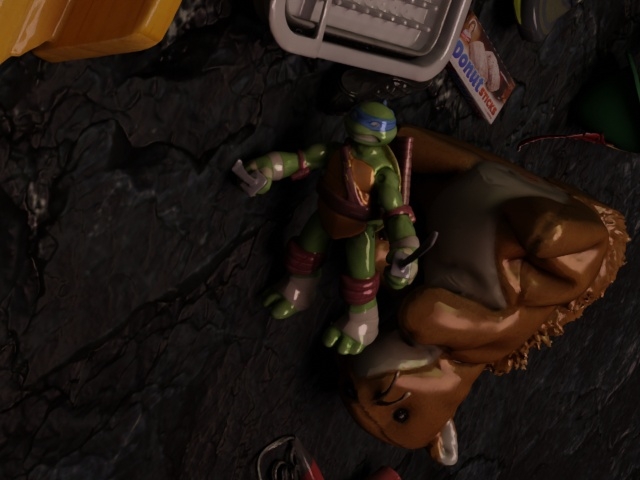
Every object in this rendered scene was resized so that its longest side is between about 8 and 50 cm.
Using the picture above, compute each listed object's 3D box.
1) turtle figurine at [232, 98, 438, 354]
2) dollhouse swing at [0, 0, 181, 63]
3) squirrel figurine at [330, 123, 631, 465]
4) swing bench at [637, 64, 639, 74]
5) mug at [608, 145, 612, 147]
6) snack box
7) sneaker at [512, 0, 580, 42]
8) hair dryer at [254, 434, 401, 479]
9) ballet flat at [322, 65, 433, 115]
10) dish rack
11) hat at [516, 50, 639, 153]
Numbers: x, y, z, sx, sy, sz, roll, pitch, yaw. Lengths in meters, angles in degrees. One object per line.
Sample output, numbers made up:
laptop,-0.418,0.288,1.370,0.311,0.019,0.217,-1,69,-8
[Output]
turtle figurine,0.000,0.000,1.288,0.274,0.198,0.266,-87,-174,-54
dollhouse swing,-0.156,-0.256,0.831,0.347,0.305,0.315,21,94,-56
squirrel figurine,0.198,0.092,1.550,0.397,0.281,0.370,6,113,-51
swing bench,0.595,-0.280,1.862,0.254,0.165,0.253,55,50,-55
mug,0.474,-0.173,1.925,0.062,0.078,0.064,15,90,-22
snack box,0.195,-0.216,1.553,0.064,0.022,0.178,-57,145,-8
sneaker,0.348,-0.364,1.570,0.300,0.121,0.111,-52,143,-16
hair dryer,0.012,0.357,1.632,0.294,0.080,0.223,-4,114,-52
ballet flat,0.066,-0.180,1.401,0.173,0.057,0.049,-20,166,-44
dish rack,0.061,-0.320,1.271,0.333,0.072,0.285,3,108,-53
hat,0.384,-0.173,1.817,0.208,0.184,0.172,52,27,-56
